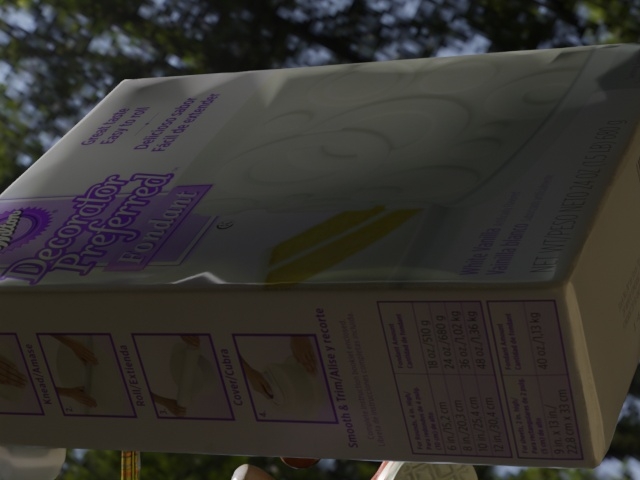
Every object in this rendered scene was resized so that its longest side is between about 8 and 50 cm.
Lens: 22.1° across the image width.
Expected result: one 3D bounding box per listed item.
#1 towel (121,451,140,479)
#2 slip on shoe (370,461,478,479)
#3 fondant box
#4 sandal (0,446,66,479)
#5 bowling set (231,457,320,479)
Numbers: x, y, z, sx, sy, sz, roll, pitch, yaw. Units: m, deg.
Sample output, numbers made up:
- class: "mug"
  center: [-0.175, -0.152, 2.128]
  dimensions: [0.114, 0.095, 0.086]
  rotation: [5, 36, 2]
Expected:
- class: "towel"
  center: [-0.173, 0.230, 1.534]
  dimensions: [0.102, 0.021, 0.237]
  rotation: [-91, 4, -74]
- class: "slip on shoe"
  center: [0.040, 0.328, 1.435]
  dimensions: [0.331, 0.123, 0.101]
  rotation: [-66, 10, -4]
- class: "fondant box"
  center: [0.000, 0.000, 0.807]
  dimensions: [0.238, 0.330, 0.096]
  rotation: [-54, -45, -52]
- class: "sandal"
  center: [-0.281, 0.186, 1.074]
  dimensions: [0.169, 0.102, 0.416]
  rotation: [22, -53, -32]
- class: "bowling set"
  center: [-0.016, 0.315, 1.781]
  dimensions: [0.154, 0.287, 0.200]
  rotation: [37, -96, -25]
